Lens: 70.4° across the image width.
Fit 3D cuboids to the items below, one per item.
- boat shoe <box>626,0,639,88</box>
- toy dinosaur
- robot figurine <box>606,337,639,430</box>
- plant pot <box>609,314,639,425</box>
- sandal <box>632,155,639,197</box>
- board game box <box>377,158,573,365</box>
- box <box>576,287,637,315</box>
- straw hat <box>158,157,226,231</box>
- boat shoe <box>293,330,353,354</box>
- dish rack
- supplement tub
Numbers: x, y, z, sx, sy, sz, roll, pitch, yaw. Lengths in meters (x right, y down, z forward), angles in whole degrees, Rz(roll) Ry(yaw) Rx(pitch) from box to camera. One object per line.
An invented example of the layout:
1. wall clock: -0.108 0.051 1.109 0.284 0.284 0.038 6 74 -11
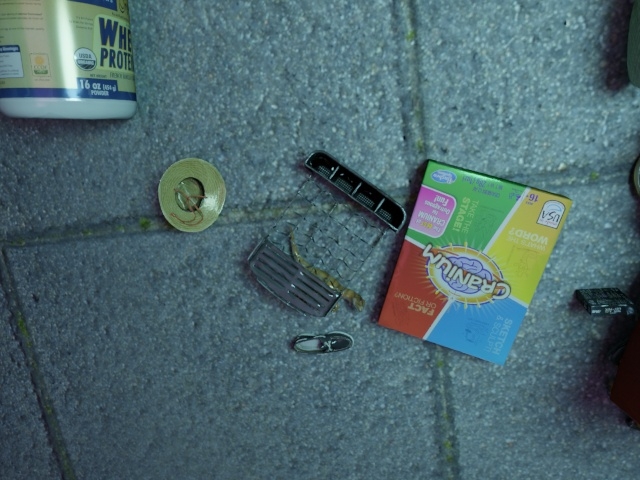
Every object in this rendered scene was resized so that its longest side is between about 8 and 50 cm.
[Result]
1. boat shoe: 0.541 -0.439 0.566 0.156 0.187 0.500 19 103 14
2. toy dinosaur: -0.009 0.080 0.904 0.211 0.064 0.112 38 92 2
3. robot figurine: 0.647 0.235 0.763 0.291 0.085 0.211 -19 98 17
4. plant pot: 0.586 0.158 0.595 0.267 0.267 0.236 7 91 14
5. sandal: 0.560 -0.141 0.705 0.072 0.049 0.180 31 109 4
6. board game box: 0.262 0.039 0.815 0.242 0.064 0.317 17 107 9
7. box: 0.481 0.103 0.769 0.067 0.083 0.018 -5 103 14
8. straw hat: -0.265 -0.092 0.906 0.061 0.144 0.144 14 113 54
9. boat shoe: 0.005 0.213 0.935 0.125 0.038 0.046 1 104 13
10. dish rack: 0.000 0.000 0.836 0.208 0.074 0.271 36 92 4
11. supplement tub: -0.453 -0.375 0.793 0.228 0.228 0.316 4 105 12
